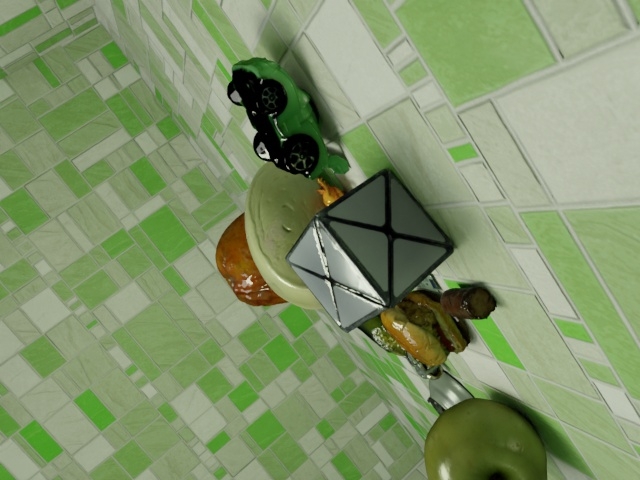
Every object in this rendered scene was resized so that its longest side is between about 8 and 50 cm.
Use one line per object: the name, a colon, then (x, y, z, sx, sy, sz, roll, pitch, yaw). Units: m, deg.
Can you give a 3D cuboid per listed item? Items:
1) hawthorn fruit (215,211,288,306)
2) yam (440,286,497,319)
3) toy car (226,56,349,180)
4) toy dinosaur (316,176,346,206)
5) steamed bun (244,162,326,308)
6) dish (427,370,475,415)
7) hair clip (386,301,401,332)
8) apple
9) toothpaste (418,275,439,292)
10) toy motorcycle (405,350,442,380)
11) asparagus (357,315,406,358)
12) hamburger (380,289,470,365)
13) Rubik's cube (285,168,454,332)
hawthorn fruit: (-0.204, 0.073, 2.065, 0.472, 0.472, 0.472, 48, 167, 15)
yam: (0.345, 0.147, 1.157, 0.079, 0.079, 0.141, 52, 168, -1)
toy car: (-0.084, -0.296, 1.240, 0.213, 0.176, 0.359, 30, 151, 54)
toy dinosaur: (0.043, -0.121, 1.407, 0.288, 0.070, 0.117, 38, -170, -47)
steamed bun: (-0.091, -0.003, 1.574, 0.371, 0.290, 0.456, 73, 176, -69)
dish: (0.504, 0.637, 1.862, 0.316, 0.106, 0.316, 48, 167, 15)
hair clip: (0.259, 0.254, 1.720, 0.278, 0.090, 0.137, 96, 169, -68)
apple: (0.474, 0.638, 1.441, 0.357, 0.357, 0.357, 48, 167, 15)
toothpaste: (0.266, 0.111, 1.417, 0.062, 0.037, 0.216, 56, 163, -16)
toy motorcycle: (0.375, 0.415, 1.765, 0.130, 0.094, 0.229, 21, 134, 58)
asparagus: (0.234, 0.365, 2.067, 0.382, 0.108, 0.128, 35, 158, 47)
hamburger: (0.296, 0.256, 1.417, 0.244, 0.163, 0.244, 46, 165, 16)
Rubik's cube: (0.108, 0.031, 1.151, 0.255, 0.259, 0.260, 49, 153, 7)
